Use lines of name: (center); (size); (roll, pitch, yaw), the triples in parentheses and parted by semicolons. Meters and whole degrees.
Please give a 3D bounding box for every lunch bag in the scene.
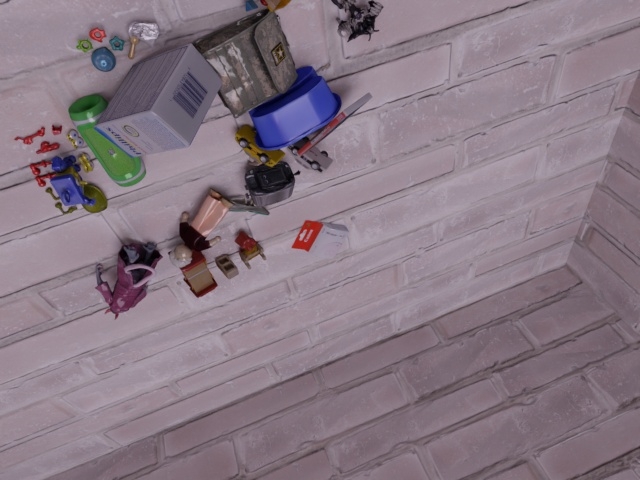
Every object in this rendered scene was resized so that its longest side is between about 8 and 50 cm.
lunch bag: (-0.222, -0.576, 1.430); (0.287, 0.169, 0.235); (-31, 134, -7)

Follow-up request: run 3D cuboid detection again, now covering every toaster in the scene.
toaster: (-0.195, -0.226, 1.784); (0.227, 0.129, 0.146); (-20, 165, -13)

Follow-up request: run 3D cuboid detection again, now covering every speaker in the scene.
speaker: (-0.697, -0.323, 1.467); (0.131, 0.131, 0.296); (-22, 137, -6)

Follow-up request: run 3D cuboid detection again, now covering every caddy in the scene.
caddy: (-0.095, -0.451, 1.558); (0.342, 0.241, 0.179); (-29, 131, 2)

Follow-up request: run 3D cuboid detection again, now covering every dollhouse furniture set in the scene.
dollhouse furniture set: (-0.452, 0.068, 1.980); (0.374, 0.152, 0.201); (-31, 140, -21)

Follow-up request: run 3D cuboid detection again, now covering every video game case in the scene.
video game case: (0.048, -0.424, 1.630); (0.025, 0.204, 0.285); (51, 137, -8)

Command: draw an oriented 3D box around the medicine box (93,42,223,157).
medicine box: (-0.477, -0.405, 1.309); (0.290, 0.263, 0.149); (0, 150, 35)

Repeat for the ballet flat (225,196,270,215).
ballet flat: (-0.307, -0.148, 1.874); (0.213, 0.072, 0.068); (4, 99, -33)

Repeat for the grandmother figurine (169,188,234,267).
grandmother figurine: (-0.496, -0.042, 1.785); (0.342, 0.208, 0.104); (-56, 151, 3)

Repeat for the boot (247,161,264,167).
boot: (-0.226, -0.335, 1.754); (0.119, 0.042, 0.086); (-2, 126, -26)

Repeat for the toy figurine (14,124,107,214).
toy figurine: (-0.852, -0.169, 1.472); (0.191, 0.217, 0.362); (-15, 135, -13)

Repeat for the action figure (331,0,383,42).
action figure: (0.112, -0.744, 1.447); (0.164, 0.140, 0.276); (-36, 137, 25)

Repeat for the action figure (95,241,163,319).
action figure: (-0.781, 0.193, 1.835); (0.248, 0.276, 0.370); (16, 109, -44)

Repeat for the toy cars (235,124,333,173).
toy cars: (-0.143, -0.334, 1.706); (0.394, 0.176, 0.087); (3, 147, -28)

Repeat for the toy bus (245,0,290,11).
toy bus: (-0.154, -0.784, 1.296); (0.104, 0.191, 0.202); (-46, 148, -39)

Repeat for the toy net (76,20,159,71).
toy net: (-0.594, -0.598, 1.314); (0.232, 0.045, 0.122); (-30, 135, 1)

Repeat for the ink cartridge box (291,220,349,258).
ink cartridge box: (0.000, 0.000, 2.175); (0.233, 0.066, 0.189); (4, 129, -35)
